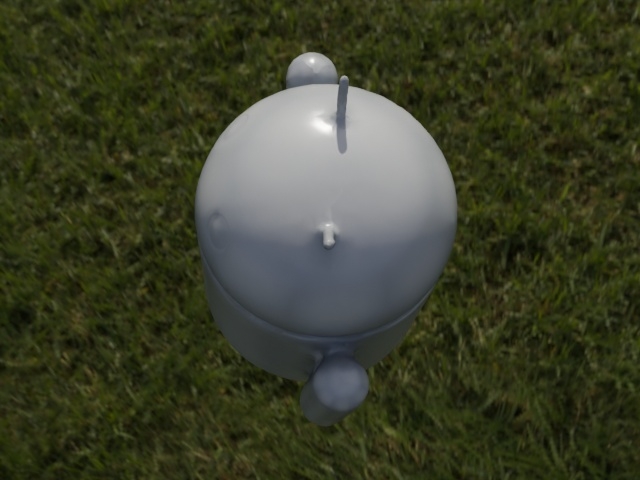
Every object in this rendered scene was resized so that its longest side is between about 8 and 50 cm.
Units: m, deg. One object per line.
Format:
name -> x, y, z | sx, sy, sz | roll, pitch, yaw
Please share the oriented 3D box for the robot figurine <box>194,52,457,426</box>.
robot figurine -> 0.000, 0.000, 0.866 | 0.200, 0.353, 0.300 | -6, 72, -6
